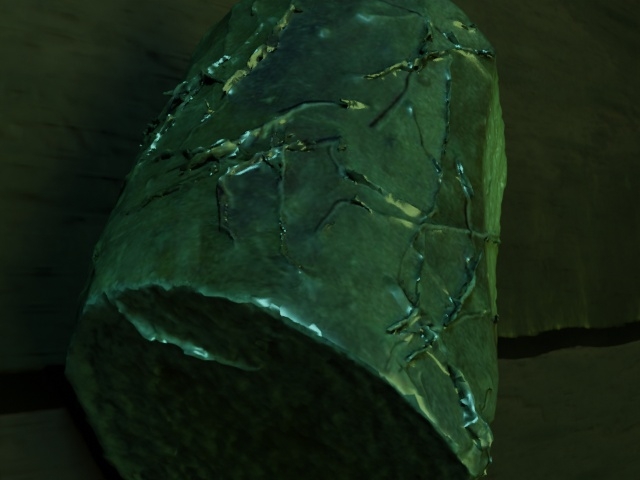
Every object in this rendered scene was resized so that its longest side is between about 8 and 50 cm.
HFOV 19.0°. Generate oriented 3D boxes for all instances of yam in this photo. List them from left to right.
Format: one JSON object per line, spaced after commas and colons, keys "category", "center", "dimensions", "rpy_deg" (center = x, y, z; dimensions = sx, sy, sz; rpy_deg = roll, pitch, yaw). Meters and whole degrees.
{"category": "yam", "center": [-0.005, -0.001, 0.943], "dimensions": [0.201, 0.202, 0.271], "rpy_deg": [37, 45, -11]}
